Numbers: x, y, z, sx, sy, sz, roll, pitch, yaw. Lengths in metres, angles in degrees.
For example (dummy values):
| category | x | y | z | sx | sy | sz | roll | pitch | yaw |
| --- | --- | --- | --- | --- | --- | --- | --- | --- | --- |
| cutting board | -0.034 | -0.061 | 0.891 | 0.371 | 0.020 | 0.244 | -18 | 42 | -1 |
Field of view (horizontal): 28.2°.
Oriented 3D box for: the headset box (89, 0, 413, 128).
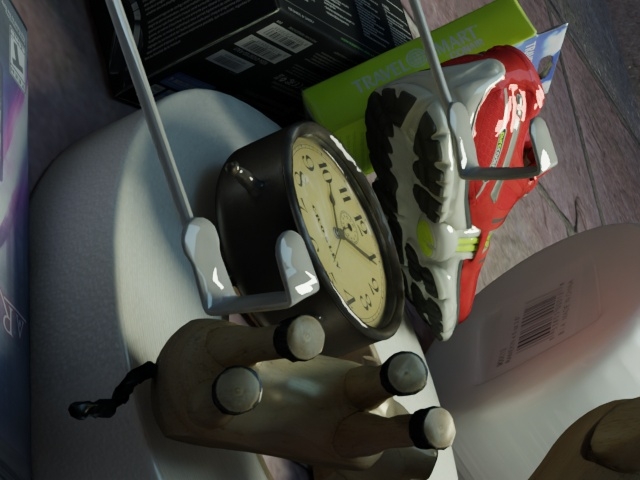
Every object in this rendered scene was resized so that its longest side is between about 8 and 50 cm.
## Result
| category | x | y | z | sx | sy | sz | roll | pitch | yaw |
| --- | --- | --- | --- | --- | --- | --- | --- | --- | --- |
| headset box | -0.061 | -0.227 | 0.899 | 0.246 | 0.131 | 0.283 | 12 | 58 | -63 |

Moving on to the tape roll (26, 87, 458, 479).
| category | x | y | z | sx | sy | sz | roll | pitch | yaw |
| --- | --- | --- | --- | --- | --- | --- | --- | --- | --- |
| tape roll | -0.028 | 0.100 | 0.751 | 0.392 | 0.072 | 0.392 | 47 | 30 | -39 |

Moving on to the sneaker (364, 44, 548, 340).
| category | x | y | z | sx | sy | sz | roll | pitch | yaw |
| --- | --- | --- | --- | --- | --- | --- | --- | --- | --- |
| sneaker | 0.103 | -0.026 | 0.869 | 0.107 | 0.118 | 0.279 | 55 | -16 | 25 |

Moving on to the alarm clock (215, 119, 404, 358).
| category | x | y | z | sx | sy | sz | roll | pitch | yaw |
| --- | --- | --- | --- | --- | --- | --- | --- | --- | --- |
| alarm clock | 0.000 | 0.000 | 0.727 | 0.192 | 0.064 | 0.129 | -20 | 88 | -65 |

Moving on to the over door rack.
| category | x | y | z | sx | sy | sz | roll | pitch | yaw |
| --- | --- | --- | --- | --- | --- | --- | --- | --- | --- |
| over door rack | -0.043 | -0.135 | 0.643 | 0.239 | 0.108 | 0.324 | -27 | 91 | -46 |

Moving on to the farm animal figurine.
| category | x | y | z | sx | sy | sz | roll | pitch | yaw |
| --- | --- | --- | --- | --- | --- | --- | --- | --- | --- |
| farm animal figurine | 0.079 | 0.161 | 0.603 | 0.326 | 0.172 | 0.330 | -21 | 89 | -26 |

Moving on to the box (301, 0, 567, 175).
| category | x | y | z | sx | sy | sz | roll | pitch | yaw |
| --- | --- | --- | --- | --- | --- | --- | --- | --- | --- |
| box | 0.076 | -0.103 | 0.878 | 0.042 | 0.178 | 0.109 | 62 | -7 | 18 |

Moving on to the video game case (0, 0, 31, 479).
| category | x | y | z | sx | sy | sz | roll | pitch | yaw |
| --- | --- | --- | --- | --- | --- | --- | --- | --- | --- |
| video game case | -0.168 | -0.045 | 0.542 | 0.196 | 0.026 | 0.274 | 72 | 8 | -59 |

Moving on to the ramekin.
| category | x | y | z | sx | sy | sz | roll | pitch | yaw |
| --- | --- | --- | --- | --- | --- | --- | --- | --- | --- |
| ramekin | 0.207 | 0.109 | 1.022 | 0.135 | 0.277 | 0.277 | 53 | 26 | -16 |
